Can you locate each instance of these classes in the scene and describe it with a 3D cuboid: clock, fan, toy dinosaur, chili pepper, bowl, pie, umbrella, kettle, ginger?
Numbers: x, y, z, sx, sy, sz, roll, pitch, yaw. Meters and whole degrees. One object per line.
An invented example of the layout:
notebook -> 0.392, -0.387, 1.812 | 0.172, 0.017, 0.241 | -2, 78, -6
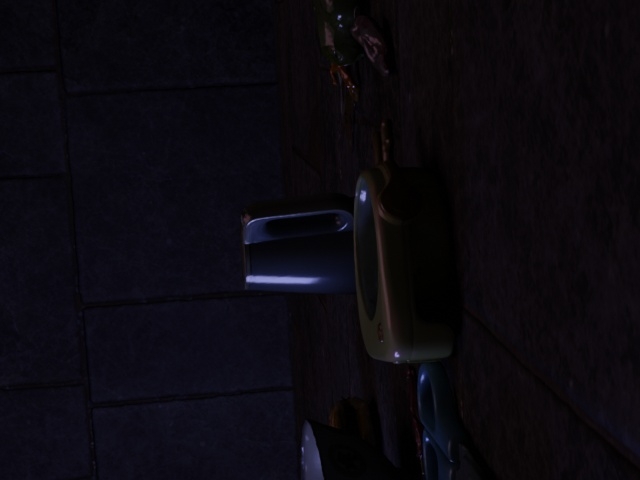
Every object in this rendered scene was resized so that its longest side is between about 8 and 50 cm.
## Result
clock -> 0.102, 0.002, 1.499 | 0.235, 0.096, 0.308 | 153, 113, -84
fan -> 0.044, -0.283, 2.202 | 0.152, 0.008, 0.226 | 91, 171, -45
toy dinosaur -> 0.038, -0.363, 2.027 | 0.142, 0.057, 0.212 | -118, 21, -45
chili pepper -> 0.082, -0.293, 1.734 | 0.153, 0.041, 0.050 | 60, 178, 39
bowl -> 0.067, 0.436, 1.795 | 0.337, 0.158, 0.337 | 175, 90, -83
pie -> 0.062, 0.388, 2.129 | 0.179, 0.084, 0.205 | 92, 169, -52
umbrella -> 0.139, 0.251, 1.635 | 0.025, 0.027, 0.165 | -29, 51, 32
kettle -> 0.000, 0.000, 1.747 | 0.210, 0.243, 0.160 | 102, 163, -63
ginger -> 0.030, -0.423, 1.914 | 0.137, 0.089, 0.290 | -80, -11, -53

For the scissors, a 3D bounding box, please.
scissors -> 0.170, 0.271, 1.350 | 0.447, 0.029, 0.192 | -132, 38, -80
